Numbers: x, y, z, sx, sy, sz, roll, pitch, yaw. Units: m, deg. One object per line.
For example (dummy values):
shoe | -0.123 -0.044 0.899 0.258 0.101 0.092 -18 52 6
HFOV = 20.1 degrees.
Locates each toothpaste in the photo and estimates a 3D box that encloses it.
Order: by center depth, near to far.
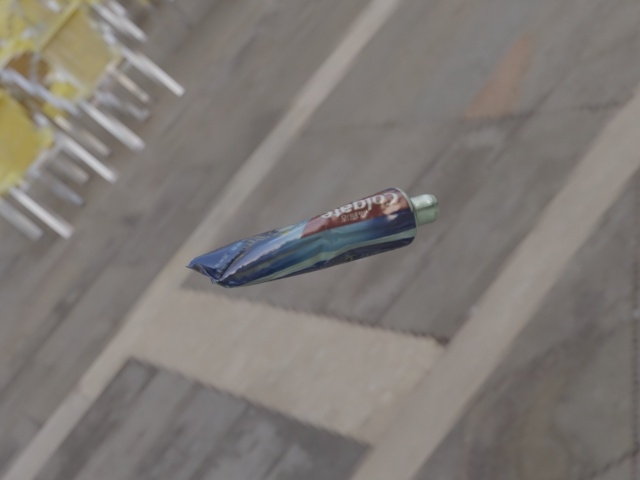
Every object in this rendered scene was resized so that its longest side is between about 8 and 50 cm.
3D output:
toothpaste | 0.000 0.000 0.538 0.083 0.019 0.027 -16 20 -27
